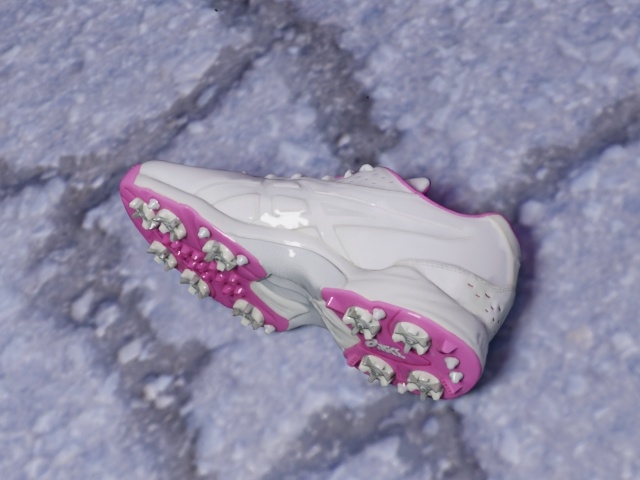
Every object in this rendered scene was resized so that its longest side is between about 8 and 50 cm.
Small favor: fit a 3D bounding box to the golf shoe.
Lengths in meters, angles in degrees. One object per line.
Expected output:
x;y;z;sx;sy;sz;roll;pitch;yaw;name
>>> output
0.000;0.000;0.934;0.306;0.115;0.140;24;60;22;golf shoe
